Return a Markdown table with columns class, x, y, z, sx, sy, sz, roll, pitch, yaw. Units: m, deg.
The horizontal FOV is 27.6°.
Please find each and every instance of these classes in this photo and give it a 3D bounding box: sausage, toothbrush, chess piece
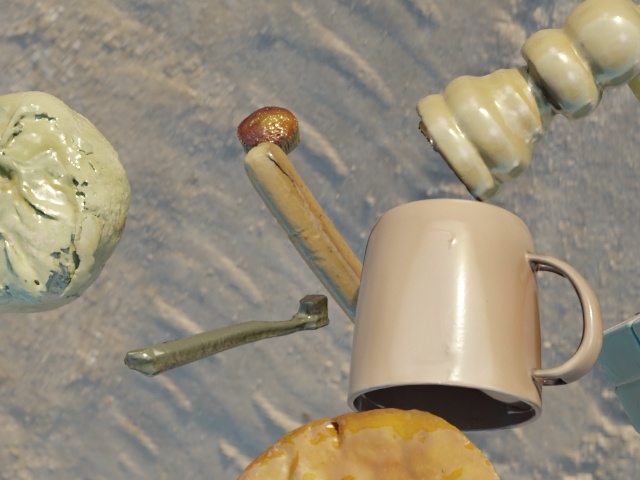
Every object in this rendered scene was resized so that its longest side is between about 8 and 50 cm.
| class | x | y | z | sx | sy | sz | roll | pitch | yaw |
| --- | --- | --- | --- | --- | --- | --- | --- | --- | --- |
| sausage | 0.000 | 0.001 | 1.682 | 0.066 | 0.066 | 0.301 | -29 | 109 | 27 |
| toothbrush | -0.071 | 0.080 | 1.136 | 0.030 | 0.297 | 0.030 | 12 | 102 | 28 |
| chess piece | 0.244 | -0.164 | 1.416 | 0.261 | 0.143 | 0.142 | -34 | 109 | 14 |

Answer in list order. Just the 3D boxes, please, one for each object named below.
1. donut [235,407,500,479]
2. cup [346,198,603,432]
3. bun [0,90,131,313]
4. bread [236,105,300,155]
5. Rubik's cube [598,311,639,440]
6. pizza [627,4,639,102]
| class | x | y | z | sx | sy | sz | roll | pitch | yaw |
| --- | --- | --- | --- | --- | --- | --- | --- | --- | --- |
| donut | 0.041 | 0.270 | 1.046 | 0.278 | 0.277 | 0.108 | -13 | 157 | 20 |
| cup | 0.156 | 0.072 | 1.306 | 0.253 | 0.200 | 0.191 | -7 | 156 | 29 |
| bun | -0.318 | -0.036 | 1.353 | 0.239 | 0.141 | 0.239 | -3 | 80 | 16 |
| bread | -0.072 | -0.149 | 1.776 | 0.085 | 0.085 | 0.053 | 0 | 139 | 13 |
| Rubik's cube | 0.521 | 0.160 | 1.672 | 0.224 | 0.221 | 0.231 | 64 | 161 | 7 |
| pizza | 0.435 | -0.194 | 1.626 | 0.081 | 0.188 | 0.204 | -7 | 115 | -33 |
